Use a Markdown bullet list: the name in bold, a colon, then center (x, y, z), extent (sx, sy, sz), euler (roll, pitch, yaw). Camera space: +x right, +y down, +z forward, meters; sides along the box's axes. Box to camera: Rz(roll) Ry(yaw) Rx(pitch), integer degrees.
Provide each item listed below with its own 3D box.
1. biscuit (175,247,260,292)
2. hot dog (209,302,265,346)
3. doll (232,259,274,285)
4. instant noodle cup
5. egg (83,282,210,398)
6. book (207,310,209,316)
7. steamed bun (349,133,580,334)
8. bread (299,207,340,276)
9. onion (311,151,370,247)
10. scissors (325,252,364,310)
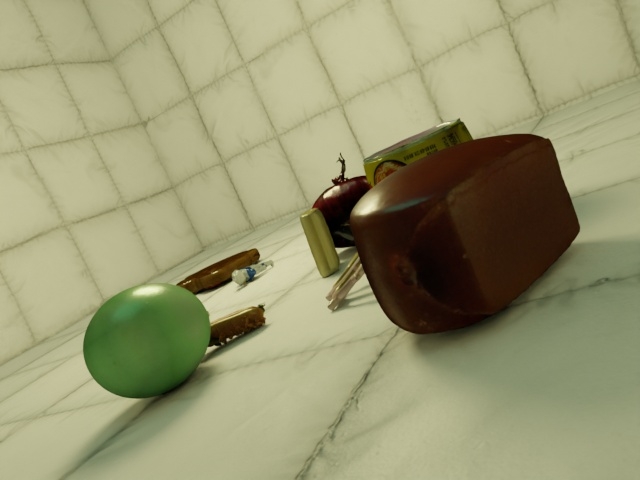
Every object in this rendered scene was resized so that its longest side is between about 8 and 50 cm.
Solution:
- **biscuit**: center (-0.419, 0.132, 2.366), extent (0.359, 0.074, 0.381), euler (-25, 10, 3)
- **hot dog**: center (-0.204, 0.200, 1.329), extent (0.188, 0.055, 0.072), euler (-21, -23, -15)
- **doll**: center (-0.256, 0.118, 2.048), extent (0.114, 0.057, 0.227), euler (-14, 3, 24)
- **instant noodle cup**: center (0.259, -0.120, 1.360), extent (0.326, 0.254, 0.325), euler (-23, 9, 4)
- **egg**: center (-0.341, 0.197, 1.168), extent (0.220, 0.220, 0.270), euler (-20, 0, 29)
- **book**: center (-0.466, 0.287, 1.659), extent (0.283, 0.025, 0.215), euler (-22, 9, 6)
- **steamed bun**: center (0.204, -0.020, 0.914), extent (0.379, 0.234, 0.248), euler (-30, 13, -36)
- **bread**: center (0.000, 0.000, 1.602), extent (0.060, 0.178, 0.139), euler (-20, 9, 9)
- **onion**: center (0.090, -0.109, 1.754), extent (0.273, 0.285, 0.273), euler (-19, -19, -7)
- **scissors**: center (0.111, 0.011, 1.236), extent (0.317, 0.024, 0.160), euler (-53, 5, 5)
